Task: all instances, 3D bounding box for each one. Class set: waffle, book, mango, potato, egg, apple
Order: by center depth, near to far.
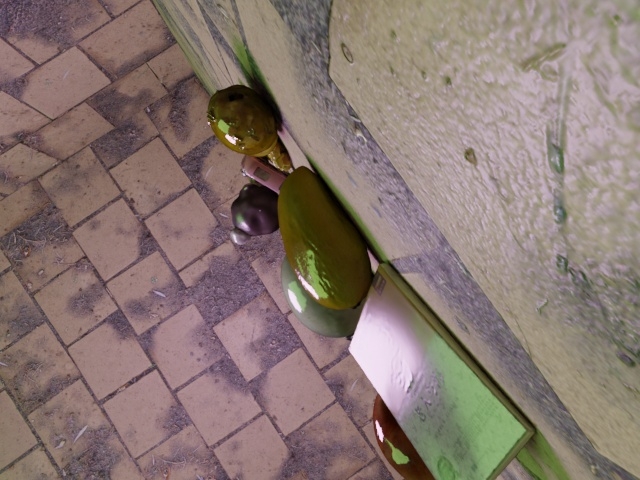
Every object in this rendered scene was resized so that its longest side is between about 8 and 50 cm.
[{"bbox_3d":[0.186,0.259,0.832,0.389,0.032,0.269,51,139,43],"label":"book"},{"bbox_3d":[0.242,0.413,0.994,0.253,0.253,0.253,55,177,5],"label":"apple"},{"bbox_3d":[-0.003,0.006,1.019,0.195,0.142,0.332,-47,67,42],"label":"mango"},{"bbox_3d":[-0.180,-0.276,1.056,0.173,0.140,0.300,49,-177,-5],"label":"potato"},{"bbox_3d":[-0.171,-0.310,1.301,0.253,0.056,0.249,55,179,31],"label":"waffle"},{"bbox_3d":[0.016,0.148,1.401,0.352,0.258,0.258,58,176,-31],"label":"egg"}]

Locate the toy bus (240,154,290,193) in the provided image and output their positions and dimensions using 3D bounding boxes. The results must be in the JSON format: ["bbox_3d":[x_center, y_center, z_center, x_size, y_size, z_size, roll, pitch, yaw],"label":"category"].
[{"bbox_3d":[-0.149,-0.196,1.386,0.203,0.063,0.090,28,-163,-26],"label":"toy bus"}]

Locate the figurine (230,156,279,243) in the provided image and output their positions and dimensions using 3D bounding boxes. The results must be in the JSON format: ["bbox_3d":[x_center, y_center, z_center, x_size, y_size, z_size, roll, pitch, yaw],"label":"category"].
[{"bbox_3d":[-0.257,-0.187,1.713,0.218,0.206,0.365,-51,49,56],"label":"figurine"}]

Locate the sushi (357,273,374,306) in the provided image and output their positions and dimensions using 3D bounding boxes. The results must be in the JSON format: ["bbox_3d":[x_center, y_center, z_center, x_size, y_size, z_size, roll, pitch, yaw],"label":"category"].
[{"bbox_3d":[0.113,0.123,1.226,0.056,0.083,0.085,54,175,31],"label":"sushi"}]

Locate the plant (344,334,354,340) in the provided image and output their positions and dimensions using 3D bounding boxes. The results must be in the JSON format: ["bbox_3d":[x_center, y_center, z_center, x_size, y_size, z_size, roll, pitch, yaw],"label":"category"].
[{"bbox_3d":[0.149,0.334,1.873,0.234,0.204,0.178,45,175,-39],"label":"plant"}]
